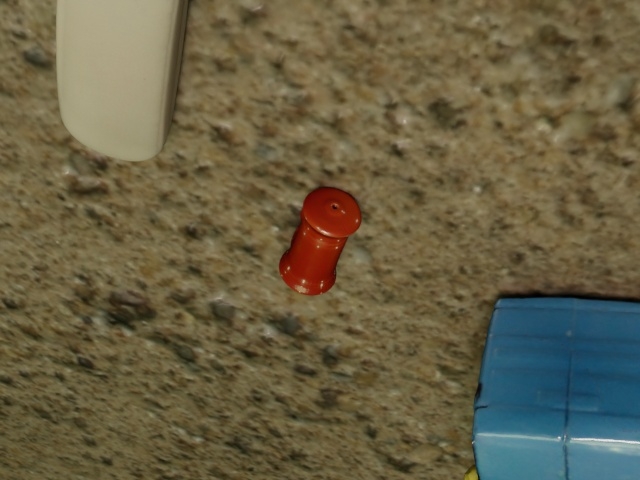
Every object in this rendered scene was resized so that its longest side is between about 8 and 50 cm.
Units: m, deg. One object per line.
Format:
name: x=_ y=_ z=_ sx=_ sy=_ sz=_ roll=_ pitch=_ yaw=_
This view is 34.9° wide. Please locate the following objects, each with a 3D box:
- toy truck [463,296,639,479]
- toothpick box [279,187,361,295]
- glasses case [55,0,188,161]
toy truck: x=0.218 y=0.214 z=0.844 sx=0.161 sy=0.162 sz=0.385 roll=1 pitch=139 yaw=19
toothpick box: x=0.000 y=0.000 z=0.766 sx=0.047 sy=0.047 sz=0.083 roll=20 pitch=140 yaw=-3
glasses case: x=-0.129 y=-0.128 z=0.659 sx=0.081 sy=0.051 sz=0.204 roll=18 pitch=141 yaw=-2
